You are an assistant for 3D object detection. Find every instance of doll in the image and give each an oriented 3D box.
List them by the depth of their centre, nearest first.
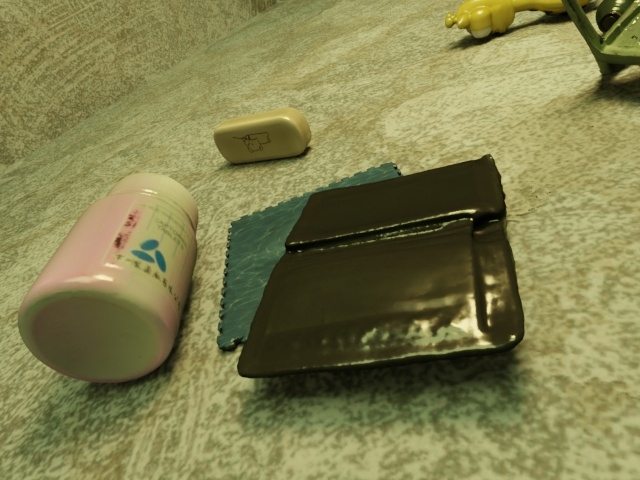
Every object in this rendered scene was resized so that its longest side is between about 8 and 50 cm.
[{"bbox_3d":[0.402,-0.473,0.904,0.292,0.086,0.117,-7,33,21],"label":"doll"}]

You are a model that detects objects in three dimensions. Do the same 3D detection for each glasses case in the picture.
[{"bbox_3d":[-0.110,-0.191,0.830,0.197,0.083,0.050,-2,39,32],"label":"glasses case"}]

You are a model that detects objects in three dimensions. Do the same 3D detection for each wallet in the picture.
[{"bbox_3d":[0.069,0.005,0.464,0.247,0.041,0.322,-9,33,20],"label":"wallet"}]

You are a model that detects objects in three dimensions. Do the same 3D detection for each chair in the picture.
[{"bbox_3d":[0.444,-0.284,0.528,0.190,0.275,0.203,-51,38,2],"label":"chair"}]

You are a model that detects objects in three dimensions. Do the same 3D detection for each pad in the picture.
[{"bbox_3d":[0.000,0.000,0.562,0.270,0.012,0.268,-21,33,4],"label":"pad"}]

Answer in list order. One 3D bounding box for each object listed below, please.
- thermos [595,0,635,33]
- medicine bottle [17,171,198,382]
[{"bbox_3d":[0.519,-0.394,0.745,0.188,0.083,0.073,-43,16,-24],"label":"thermos"},{"bbox_3d":[-0.229,0.028,0.540,0.152,0.151,0.254,-18,33,9],"label":"medicine bottle"}]
